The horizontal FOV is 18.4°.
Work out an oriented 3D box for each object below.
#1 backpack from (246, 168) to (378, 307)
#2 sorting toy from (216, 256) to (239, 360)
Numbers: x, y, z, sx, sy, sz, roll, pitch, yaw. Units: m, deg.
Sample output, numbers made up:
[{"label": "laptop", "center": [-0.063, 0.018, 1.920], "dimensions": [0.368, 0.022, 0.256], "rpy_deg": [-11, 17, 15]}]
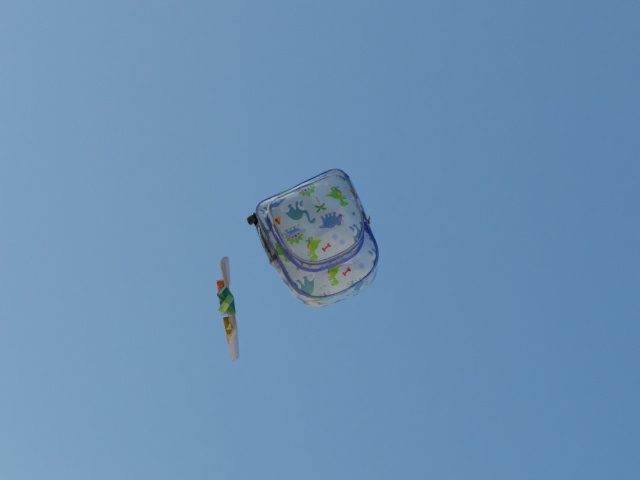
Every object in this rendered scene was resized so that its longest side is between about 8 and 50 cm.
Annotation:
[{"label": "backpack", "center": [0.000, 0.000, 1.854], "dimensions": [0.084, 0.105, 0.114], "rpy_deg": [101, -35, -76]}, {"label": "sorting toy", "center": [-0.067, 0.044, 1.400], "dimensions": [0.012, 0.062, 0.083], "rpy_deg": [-7, -23, -3]}]
